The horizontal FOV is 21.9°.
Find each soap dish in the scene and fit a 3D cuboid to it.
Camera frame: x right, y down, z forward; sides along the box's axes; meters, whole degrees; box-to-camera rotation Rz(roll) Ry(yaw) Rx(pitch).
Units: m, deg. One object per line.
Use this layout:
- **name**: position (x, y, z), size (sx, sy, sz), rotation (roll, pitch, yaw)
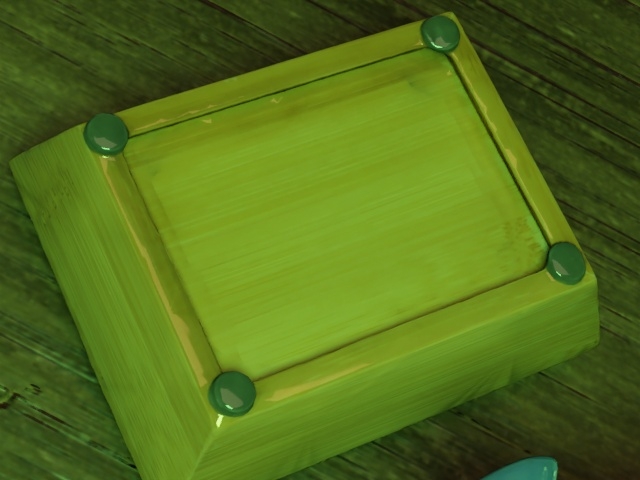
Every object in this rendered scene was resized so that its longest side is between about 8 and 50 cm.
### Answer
- **soap dish**: position (0.000, 0.000, 0.949), size (0.291, 0.118, 0.229), rotation (-20, 74, -21)

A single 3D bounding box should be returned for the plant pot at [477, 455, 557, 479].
- **plant pot**: position (0.135, 0.242, 0.790), size (0.212, 0.236, 0.236), rotation (14, 61, -3)
